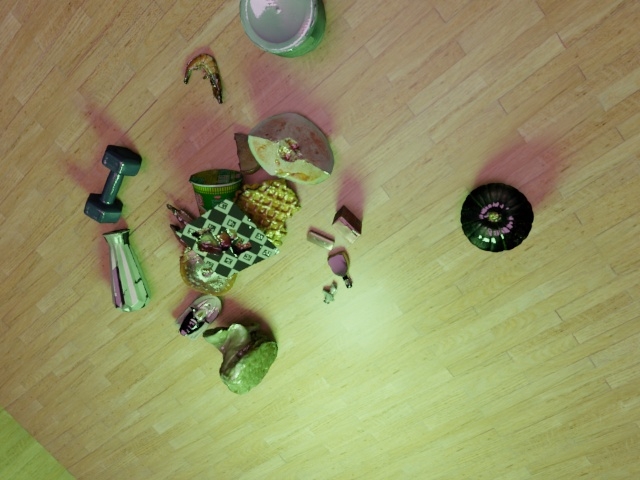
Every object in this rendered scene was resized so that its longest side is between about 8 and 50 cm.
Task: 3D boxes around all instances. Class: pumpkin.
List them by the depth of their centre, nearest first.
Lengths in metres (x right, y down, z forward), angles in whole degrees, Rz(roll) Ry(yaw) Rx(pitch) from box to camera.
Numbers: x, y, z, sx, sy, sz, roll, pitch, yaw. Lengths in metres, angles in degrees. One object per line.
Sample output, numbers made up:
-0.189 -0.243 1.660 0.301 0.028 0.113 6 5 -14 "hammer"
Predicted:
0.621 -0.082 1.469 0.249 0.216 0.250 -2 86 26 "pumpkin"

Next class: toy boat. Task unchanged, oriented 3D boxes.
-0.560 0.350 1.880 0.141 0.141 0.269 43 125 -5 "toy boat"

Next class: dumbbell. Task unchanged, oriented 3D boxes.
-0.867 -0.231 1.731 0.144 0.160 0.325 20 115 -31 "dumbbell"

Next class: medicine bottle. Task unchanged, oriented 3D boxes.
-0.099 -0.722 1.341 0.244 0.290 0.245 4 110 11 "medicine bottle"

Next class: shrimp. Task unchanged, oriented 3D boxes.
-0.449 -0.602 1.580 0.147 0.035 0.195 -14 99 12 "shrimp"
-0.580 -0.045 1.788 0.254 0.059 0.145 41 121 -10 "shrimp"

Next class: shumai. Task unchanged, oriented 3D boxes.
-0.370 0.493 1.852 0.288 0.330 0.292 25 74 21 "shumai"

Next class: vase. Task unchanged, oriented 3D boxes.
-0.873 0.134 1.856 0.165 0.165 0.361 -4 104 12 "vase"

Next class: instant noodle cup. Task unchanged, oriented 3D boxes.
-0.409 -0.146 1.658 0.206 0.207 0.233 7 118 8 "instant noodle cup"

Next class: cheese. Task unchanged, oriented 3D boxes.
0.093 0.129 1.729 0.086 0.036 0.163 -22 104 14 "cheese"

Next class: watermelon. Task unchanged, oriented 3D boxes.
-0.103 -0.337 1.562 0.321 0.188 0.175 35 144 -8 "watermelon"

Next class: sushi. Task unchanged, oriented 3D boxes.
-0.353 -0.011 1.604 0.292 0.059 0.294 -27 119 20 "sushi"

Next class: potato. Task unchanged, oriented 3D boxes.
-0.279 -0.334 1.631 0.100 0.089 0.172 -15 74 -5 "potato"

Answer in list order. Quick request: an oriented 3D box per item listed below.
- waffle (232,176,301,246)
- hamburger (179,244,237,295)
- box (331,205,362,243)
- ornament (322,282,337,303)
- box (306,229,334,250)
-0.216 -0.107 1.644 0.281 0.058 0.301 -3 122 -20 "waffle"
-0.471 0.106 1.754 0.243 0.146 0.286 -23 121 7 "hamburger"
0.104 -0.063 1.599 0.111 0.156 0.060 44 109 -9 "box"
0.040 0.231 1.771 0.092 0.041 0.068 -38 76 31 "ornament"
0.000 0.000 1.709 0.115 0.025 0.048 25 110 2 "box"
